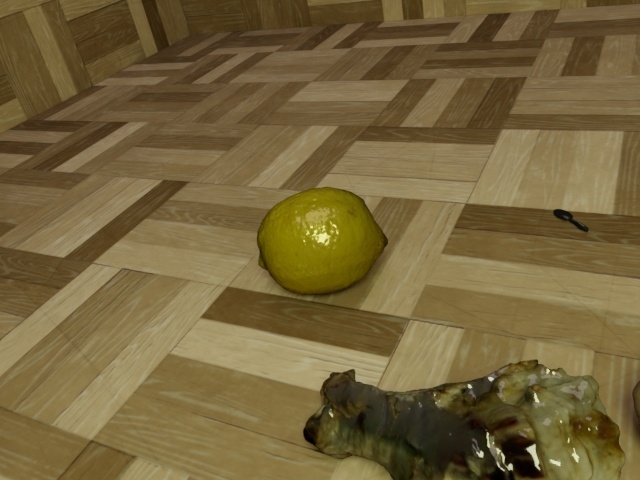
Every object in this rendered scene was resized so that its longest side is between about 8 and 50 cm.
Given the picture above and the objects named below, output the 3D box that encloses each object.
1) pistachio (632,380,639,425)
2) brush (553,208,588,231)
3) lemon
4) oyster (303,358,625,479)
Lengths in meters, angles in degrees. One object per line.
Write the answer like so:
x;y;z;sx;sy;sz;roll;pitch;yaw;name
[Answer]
0.416;0.186;0.548;0.223;0.126;0.152;22;10;40;pistachio
0.426;-0.036;0.984;0.024;0.008;0.083;-15;32;-11;brush
-0.002;0.001;0.925;0.193;0.181;0.181;-19;26;31;lemon
0.128;0.196;0.606;0.336;0.133;0.198;3;60;48;oyster
